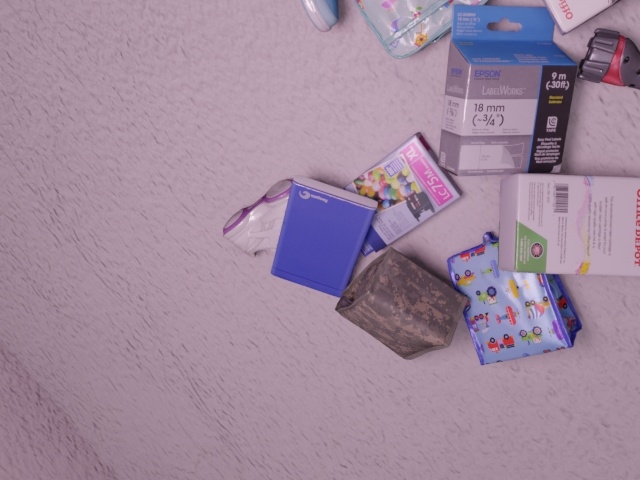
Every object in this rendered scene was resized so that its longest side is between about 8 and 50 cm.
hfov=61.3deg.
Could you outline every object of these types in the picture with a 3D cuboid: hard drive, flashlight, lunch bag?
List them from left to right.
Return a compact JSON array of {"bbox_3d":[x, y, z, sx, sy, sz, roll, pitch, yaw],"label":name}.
[{"bbox_3d":[0.000,0.000,1.386,0.210,0.040,0.319,19,131,2],"label":"hard drive"},{"bbox_3d":[0.185,0.173,1.353,0.235,0.169,0.287,33,152,-5],"label":"lunch bag"},{"bbox_3d":[0.226,-0.537,1.152,0.279,0.108,0.224,-31,95,26],"label":"lunch bag"},{"bbox_3d":[0.443,0.120,1.281,0.220,0.138,0.293,-24,89,37],"label":"lunch bag"},{"bbox_3d":[0.676,-0.333,1.058,0.303,0.103,0.103,18,110,15],"label":"flashlight"}]

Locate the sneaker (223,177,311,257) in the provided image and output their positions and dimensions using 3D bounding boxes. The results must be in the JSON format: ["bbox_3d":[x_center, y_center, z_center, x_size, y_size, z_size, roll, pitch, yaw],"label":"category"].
[{"bbox_3d":[-0.115,-0.061,1.458,0.305,0.114,0.152,-30,116,25],"label":"sneaker"}]

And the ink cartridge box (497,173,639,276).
[{"bbox_3d":[0.530,-0.031,1.134,0.278,0.117,0.202,2,90,0],"label":"ink cartridge box"}]

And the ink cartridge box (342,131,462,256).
[{"bbox_3d":[0.170,-0.101,1.348,0.311,0.065,0.186,-36,93,28],"label":"ink cartridge box"}]

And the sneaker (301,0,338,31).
[{"bbox_3d":[0.044,-0.630,1.159,0.208,0.127,0.319,-10,93,22],"label":"sneaker"}]

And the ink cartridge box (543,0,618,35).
[{"bbox_3d":[0.520,-0.510,1.017,0.203,0.086,0.148,-28,94,25],"label":"ink cartridge box"}]

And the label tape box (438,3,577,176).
[{"bbox_3d":[0.387,-0.308,1.116,0.240,0.106,0.334,-3,110,-11],"label":"label tape box"}]
